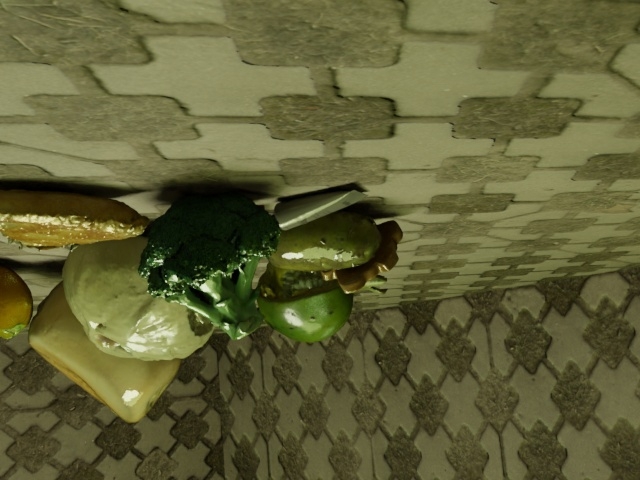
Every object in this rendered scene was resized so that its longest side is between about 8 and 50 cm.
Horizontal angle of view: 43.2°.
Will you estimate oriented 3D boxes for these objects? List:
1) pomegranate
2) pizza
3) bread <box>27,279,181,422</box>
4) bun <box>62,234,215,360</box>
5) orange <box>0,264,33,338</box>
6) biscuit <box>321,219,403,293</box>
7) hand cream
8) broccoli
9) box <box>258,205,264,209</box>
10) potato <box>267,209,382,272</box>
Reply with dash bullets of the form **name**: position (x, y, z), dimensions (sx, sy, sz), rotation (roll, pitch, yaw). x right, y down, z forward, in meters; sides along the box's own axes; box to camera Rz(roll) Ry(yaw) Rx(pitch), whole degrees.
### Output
- **pomegranate**: position (-0.002, 0.126, 2.025), dimensions (0.341, 0.260, 0.260), rotation (-8, 169, 2)
- **pizza**: position (-0.485, -0.035, 1.405), dimensions (0.280, 0.075, 0.288), rotation (10, 165, -39)
- **bread**: position (-0.538, 0.258, 2.035), dimensions (0.376, 0.253, 0.348), rotation (36, 162, 3)
- **bun**: position (-0.397, 0.141, 1.724), dimensions (0.365, 0.202, 0.364), rotation (15, 149, 9)
- **orange**: position (-0.771, 0.141, 1.909), dimensions (0.179, 0.158, 0.237), rotation (36, 168, 9)
- **biscuit**: position (0.063, 0.025, 1.744), dimensions (0.239, 0.212, 0.041), rotation (14, 142, 38)
- **hand cream**: position (-0.008, -0.064, 1.516), dimensions (0.186, 0.054, 0.087), rotation (-16, 171, 19)
- **broccoli**: position (-0.183, 0.043, 1.437), dimensions (0.270, 0.270, 0.270), rotation (-25, -174, 3)
- **box**: position (-0.122, -0.035, 1.596), dimensions (0.023, 0.051, 0.082), rotation (-1, 169, -8)
- **potato**: position (0.000, 0.000, 1.647), dimensions (0.252, 0.113, 0.149), rotation (-2, 149, 9)
